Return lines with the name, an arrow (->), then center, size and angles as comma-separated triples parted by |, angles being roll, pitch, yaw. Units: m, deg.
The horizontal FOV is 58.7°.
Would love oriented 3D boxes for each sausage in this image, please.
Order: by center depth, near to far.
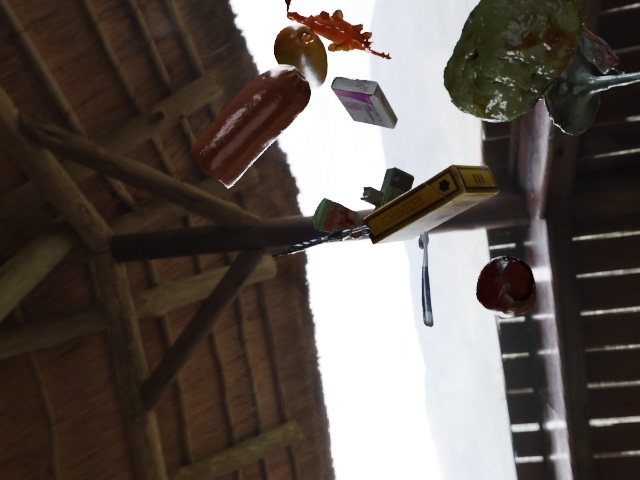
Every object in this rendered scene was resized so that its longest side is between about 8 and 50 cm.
sausage -> -0.129, -0.226, 1.085 | 0.113, 0.259, 0.113 | 44, -173, -7

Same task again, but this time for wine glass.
wine glass -> 0.654, -0.315, 1.067 | 0.406, 0.267, 0.266 | 3, 105, 57

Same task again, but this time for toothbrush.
toothbrush -> 0.216, 0.073, 1.176 | 0.288, 0.024, 0.026 | -81, 17, -52

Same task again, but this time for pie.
pie -> 0.325, -0.303, 0.940 | 0.089, 0.201, 0.247 | -86, 12, -45

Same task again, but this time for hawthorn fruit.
hawthorn fruit -> 0.456, 0.103, 1.392 | 0.148, 0.148, 0.171 | -63, -22, -71

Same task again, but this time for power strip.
power strip -> 0.184, -0.116, 1.679 | 0.061, 0.145, 0.215 | -1, 69, 62

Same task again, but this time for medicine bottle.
medicine bottle -> 0.145, -0.440, 1.816 | 0.052, 0.171, 0.201 | -64, -32, -10

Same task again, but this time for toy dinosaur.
toy dinosaur -> 0.059, -0.470, 1.304 | 0.117, 0.289, 0.070 | 7, 82, 68

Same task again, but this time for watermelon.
watermelon -> 0.047, -0.062, 1.614 | 0.097, 0.158, 0.121 | -63, -12, 18

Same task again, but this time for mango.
mango -> -0.048, -0.473, 1.483 | 0.253, 0.139, 0.113 | 56, -131, -73

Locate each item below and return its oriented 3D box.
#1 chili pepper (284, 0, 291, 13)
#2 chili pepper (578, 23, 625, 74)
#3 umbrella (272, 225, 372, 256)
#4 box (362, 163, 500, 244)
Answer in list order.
chili pepper -> -0.058, -0.456, 0.953 | 0.045, 0.027, 0.178 | 55, -152, -67
chili pepper -> 0.519, -0.368, 1.082 | 0.153, 0.041, 0.050 | 50, 158, 6
umbrella -> -0.001, -0.004, 1.446 | 0.044, 0.269, 0.044 | 66, -166, -45
box -> 0.283, -0.090, 1.475 | 0.193, 0.302, 0.083 | -8, -108, -48
